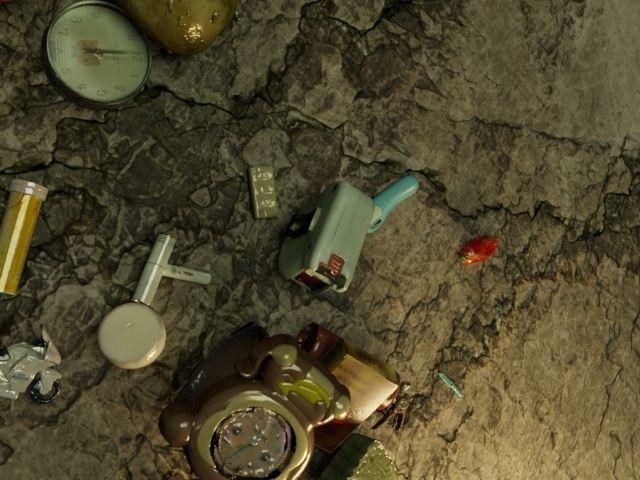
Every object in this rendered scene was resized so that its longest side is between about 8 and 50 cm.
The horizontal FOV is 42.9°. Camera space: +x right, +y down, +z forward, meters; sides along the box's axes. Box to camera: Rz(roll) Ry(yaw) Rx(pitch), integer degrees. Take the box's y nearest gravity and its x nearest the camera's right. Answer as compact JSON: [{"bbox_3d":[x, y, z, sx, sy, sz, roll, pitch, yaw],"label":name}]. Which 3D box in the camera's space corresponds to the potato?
[{"bbox_3d":[-0.330,-0.552,1.672,0.359,0.270,0.219,43,111,-3],"label":"potato"}]

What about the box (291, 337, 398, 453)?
[{"bbox_3d":[0.035,0.340,1.776,0.159,0.071,0.240,33,111,-23],"label":"box"}]

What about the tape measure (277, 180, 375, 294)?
[{"bbox_3d":[0.001,0.000,1.773,0.125,0.246,0.243,34,59,-21],"label":"tape measure"}]

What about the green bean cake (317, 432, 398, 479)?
[{"bbox_3d":[0.082,0.544,1.811,0.185,0.094,0.183,-49,131,-25],"label":"green bean cake"}]

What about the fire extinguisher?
[{"bbox_3d":[0.082,0.328,1.866,0.337,0.106,0.147,34,99,-20],"label":"fire extinguisher"}]

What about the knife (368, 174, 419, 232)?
[{"bbox_3d":[0.164,-0.092,1.990,0.222,0.031,0.064,-39,99,-29],"label":"knife"}]

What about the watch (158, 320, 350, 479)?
[{"bbox_3d":[-0.134,0.315,1.610,0.335,0.327,0.314,-45,109,3],"label":"watch"}]

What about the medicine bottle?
[{"bbox_3d":[-0.587,-0.005,1.563,0.074,0.074,0.218,17,78,-25],"label":"medicine bottle"}]

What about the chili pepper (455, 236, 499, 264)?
[{"bbox_3d":[0.400,0.026,2.089,0.191,0.050,0.059,-20,90,-40],"label":"chili pepper"}]

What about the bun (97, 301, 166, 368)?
[{"bbox_3d":[-0.375,0.199,1.641,0.138,0.094,0.138,-2,61,4],"label":"bun"}]

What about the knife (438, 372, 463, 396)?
[{"bbox_3d":[0.326,0.361,2.036,0.091,0.005,0.014,47,64,-15],"label":"knife"}]

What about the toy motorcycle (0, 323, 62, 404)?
[{"bbox_3d":[-0.585,0.219,1.525,0.221,0.102,0.150,18,88,-25],"label":"toy motorcycle"}]

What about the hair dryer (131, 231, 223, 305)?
[{"bbox_3d":[-0.290,0.088,1.727,0.183,0.044,0.155,28,74,-25],"label":"hair dryer"}]

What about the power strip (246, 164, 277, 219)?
[{"bbox_3d":[-0.131,-0.107,1.835,0.056,0.032,0.123,-6,88,-27],"label":"power strip"}]

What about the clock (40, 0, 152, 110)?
[{"bbox_3d":[-0.460,-0.384,1.686,0.226,0.049,0.226,3,82,-27],"label":"clock"}]

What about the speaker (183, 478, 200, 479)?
[{"bbox_3d":[-0.244,0.611,1.585,0.294,0.294,0.294,3,83,-27],"label":"speaker"}]
